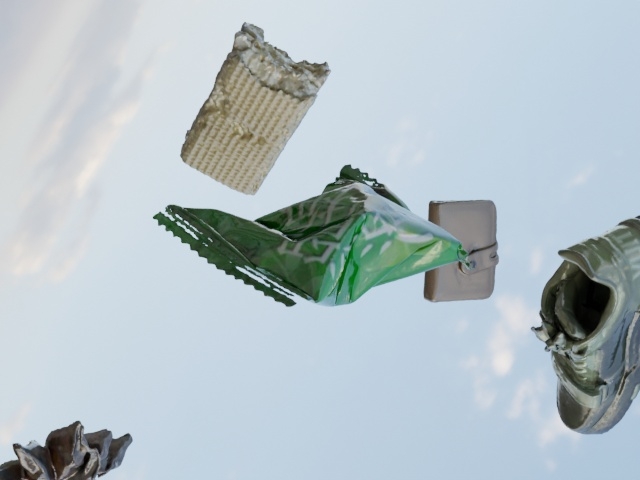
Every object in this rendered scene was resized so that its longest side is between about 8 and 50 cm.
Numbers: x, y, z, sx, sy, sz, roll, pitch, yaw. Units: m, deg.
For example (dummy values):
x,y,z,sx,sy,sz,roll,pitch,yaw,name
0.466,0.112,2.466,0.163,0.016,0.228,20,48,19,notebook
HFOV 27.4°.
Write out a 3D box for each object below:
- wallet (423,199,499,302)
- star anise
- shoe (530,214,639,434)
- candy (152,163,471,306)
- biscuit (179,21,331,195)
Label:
x,y,z,sx,sy,sz,roll,pitch,yaw,name
0.208,0.015,1.936,0.039,0.118,0.153,-161,-111,-65,wallet
-0.307,0.272,1.495,0.182,0.195,0.065,-33,-116,12,star anise
0.287,0.107,1.471,0.109,0.149,0.293,47,-44,44,shoe
0.001,0.004,0.918,0.141,0.203,0.078,15,-72,41,candy
-0.080,-0.140,1.465,0.239,0.108,0.062,-53,-168,54,biscuit
